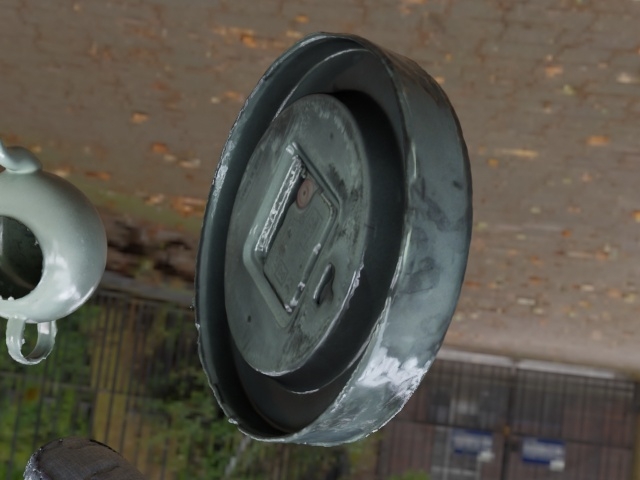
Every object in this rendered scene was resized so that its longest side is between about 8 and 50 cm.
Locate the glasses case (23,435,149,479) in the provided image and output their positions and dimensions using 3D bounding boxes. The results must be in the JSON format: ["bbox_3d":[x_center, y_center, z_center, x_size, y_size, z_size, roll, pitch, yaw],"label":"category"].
[{"bbox_3d":[-0.165,0.288,1.196,0.282,0.067,0.109,42,-155,22],"label":"glasses case"}]

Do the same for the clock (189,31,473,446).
[{"bbox_3d":[0.000,0.000,0.701,0.049,0.226,0.226,11,171,-31],"label":"clock"}]

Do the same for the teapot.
[{"bbox_3d":[-0.360,0.010,1.569,0.193,0.294,0.129,2,-167,15],"label":"teapot"}]
